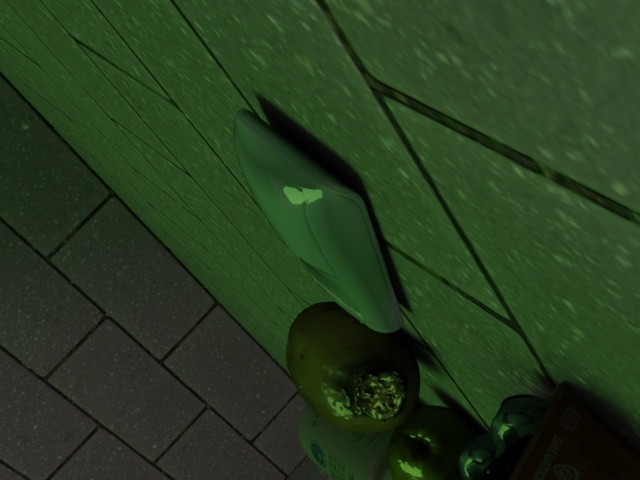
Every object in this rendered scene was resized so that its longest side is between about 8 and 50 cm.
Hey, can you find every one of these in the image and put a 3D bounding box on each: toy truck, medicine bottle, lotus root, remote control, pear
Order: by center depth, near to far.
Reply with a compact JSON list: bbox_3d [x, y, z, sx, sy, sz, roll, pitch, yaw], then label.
[{"bbox_3d":[0.132,0.252,0.807,0.162,0.136,0.305,35,137,7],"label":"toy truck"},{"bbox_3d":[0.001,-0.001,0.858,0.103,0.051,0.293,39,171,24],"label":"remote control"},{"bbox_3d":[0.035,0.130,1.122,0.125,0.118,0.221,29,-178,-27],"label":"lotus root"},{"bbox_3d":[0.127,0.235,1.229,0.107,0.107,0.131,38,-176,33],"label":"pear"},{"bbox_3d":[0.093,0.283,1.455,0.254,0.152,0.152,34,167,51],"label":"medicine bottle"}]

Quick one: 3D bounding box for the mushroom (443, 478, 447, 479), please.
[{"bbox_3d":[0.192,0.376,1.079,0.292,0.212,0.217,-86,-7,-58],"label":"mushroom"}]
